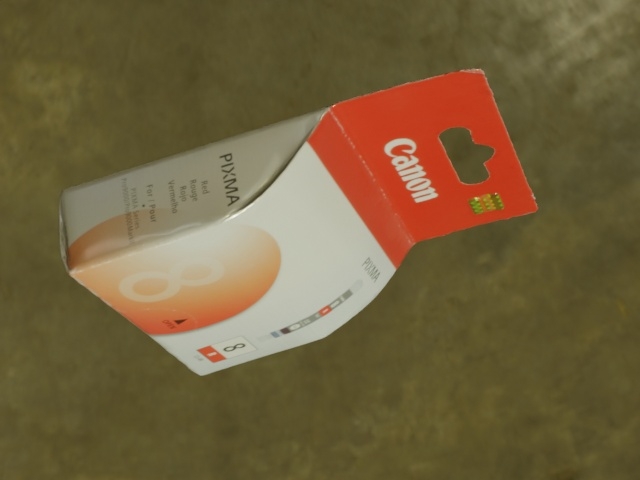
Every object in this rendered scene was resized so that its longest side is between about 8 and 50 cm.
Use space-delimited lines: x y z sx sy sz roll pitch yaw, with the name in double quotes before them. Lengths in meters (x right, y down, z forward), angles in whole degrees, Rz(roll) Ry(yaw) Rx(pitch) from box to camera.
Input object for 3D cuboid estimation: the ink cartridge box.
"ink cartridge box" 0.000 0.000 0.595 0.179 0.045 0.145 -14 154 12
